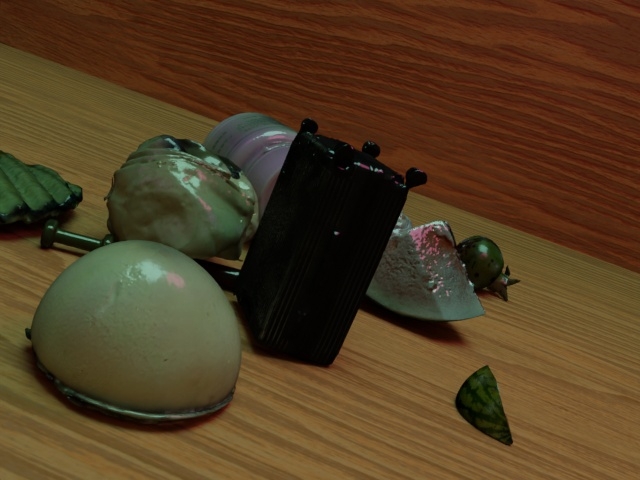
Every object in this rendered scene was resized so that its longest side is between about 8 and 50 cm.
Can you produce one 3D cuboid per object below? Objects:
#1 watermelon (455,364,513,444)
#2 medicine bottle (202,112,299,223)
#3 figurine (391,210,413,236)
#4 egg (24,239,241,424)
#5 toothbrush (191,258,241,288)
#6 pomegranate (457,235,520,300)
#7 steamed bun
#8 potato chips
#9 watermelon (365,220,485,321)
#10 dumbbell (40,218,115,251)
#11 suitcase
[{"bbox_3d":[0.244,0.248,1.180,0.069,0.087,0.163,-18,10,6],"label":"watermelon"},{"bbox_3d":[-0.115,-0.138,1.751,0.256,0.256,0.325,9,17,-35],"label":"medicine bottle"},{"bbox_3d":[0.198,-0.004,1.913,0.276,0.133,0.200,21,30,-6],"label":"figurine"},{"bbox_3d":[-0.204,0.085,0.948,0.264,0.174,0.286,25,11,11],"label":"egg"},{"bbox_3d":[-0.200,0.055,1.347,0.364,0.041,0.041,15,14,-9],"label":"toothbrush"},{"bbox_3d":[0.409,0.062,1.927,0.169,0.148,0.148,20,12,-24],"label":"pomegranate"},{"bbox_3d":[-0.251,-0.081,1.381,0.275,0.206,0.320,5,4,-37],"label":"steamed bun"},{"bbox_3d":[-0.608,-0.102,1.379,0.358,0.070,0.429,5,18,-35],"label":"potato chips"},{"bbox_3d":[0.169,0.037,1.539,0.289,0.214,0.320,13,26,-15],"label":"watermelon"},{"bbox_3d":[-0.404,0.001,1.274,0.118,0.046,0.052,15,20,-12],"label":"dumbbell"},{"bbox_3d":[0.000,0.000,1.203,0.152,0.335,0.229,18,13,-21],"label":"suitcase"}]
